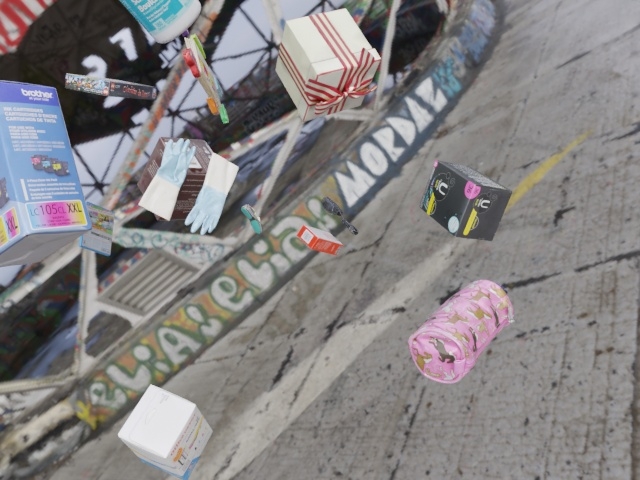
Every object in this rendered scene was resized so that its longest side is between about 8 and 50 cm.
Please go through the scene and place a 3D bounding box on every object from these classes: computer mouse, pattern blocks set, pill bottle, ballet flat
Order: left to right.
[{"bbox_3d":[-0.417,-0.609,1.344,0.146,0.264,0.146,-24,41,24],"label":"pill bottle"},{"bbox_3d":[-0.340,-0.483,1.661,0.026,0.324,0.285,-19,56,3],"label":"pattern blocks set"},{"bbox_3d":[-0.229,-0.078,1.979,0.041,0.114,0.041,-27,22,12],"label":"ballet flat"},{"bbox_3d":[0.068,-0.088,2.140,0.041,0.071,0.242,-50,43,12],"label":"computer mouse"}]

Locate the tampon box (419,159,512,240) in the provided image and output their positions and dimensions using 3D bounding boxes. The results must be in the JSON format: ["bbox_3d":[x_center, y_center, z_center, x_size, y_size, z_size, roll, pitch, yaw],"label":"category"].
[{"bbox_3d":[0.311,-0.088,1.247,0.161,0.102,0.120,-127,48,-58],"label":"tampon box"}]

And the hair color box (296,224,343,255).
[{"bbox_3d":[0.000,0.000,1.693,0.072,0.141,0.043,43,105,32],"label":"hair color box"}]

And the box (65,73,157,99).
[{"bbox_3d":[-0.640,-0.473,1.774,0.159,0.044,0.233,15,15,17],"label":"box"}]

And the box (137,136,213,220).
[{"bbox_3d":[-0.432,-0.190,1.781,0.167,0.168,0.203,-6,-37,-47],"label":"box"}]

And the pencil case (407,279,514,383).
[{"bbox_3d":[0.387,0.237,1.545,0.167,0.160,0.386,-28,-2,41],"label":"pencil case"}]

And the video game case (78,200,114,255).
[{"bbox_3d":[-0.773,-0.040,1.989,0.015,0.119,0.166,-16,64,30],"label":"video game case"}]

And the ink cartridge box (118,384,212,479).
[{"bbox_3d":[-0.456,0.577,1.715,0.168,0.232,0.171,17,56,17],"label":"ink cartridge box"}]

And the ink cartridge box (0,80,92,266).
[{"bbox_3d":[-0.670,-0.163,1.247,0.270,0.395,0.151,-22,-10,37],"label":"ink cartridge box"}]

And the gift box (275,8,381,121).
[{"bbox_3d":[0.017,-0.541,1.776,0.255,0.258,0.276,-23,-17,-18],"label":"gift box"}]

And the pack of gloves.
[{"bbox_3d":[-0.334,-0.134,1.458,0.046,0.195,0.232,-25,42,53],"label":"pack of gloves"}]
